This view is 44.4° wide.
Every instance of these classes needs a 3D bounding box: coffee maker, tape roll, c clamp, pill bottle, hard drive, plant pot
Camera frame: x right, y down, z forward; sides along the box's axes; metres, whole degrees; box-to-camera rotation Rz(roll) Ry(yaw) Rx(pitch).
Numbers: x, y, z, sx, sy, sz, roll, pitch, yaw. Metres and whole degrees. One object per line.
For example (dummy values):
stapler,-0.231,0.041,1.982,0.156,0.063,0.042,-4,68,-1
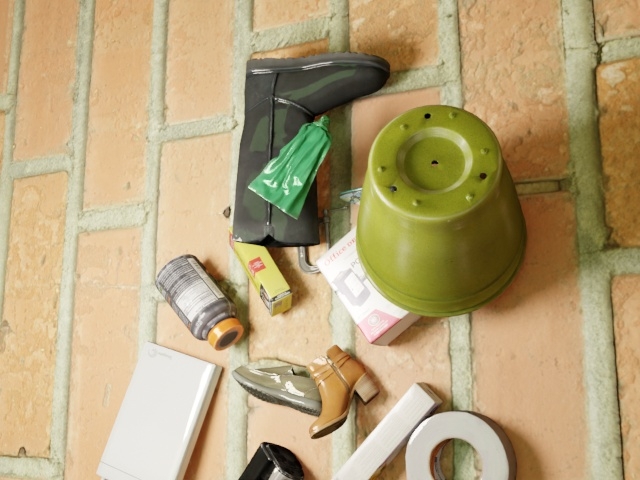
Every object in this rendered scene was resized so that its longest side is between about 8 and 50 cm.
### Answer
coffee maker,-0.141,0.552,1.792,0.171,0.120,0.178,37,97,29
tape roll,0.288,0.462,1.616,0.219,0.072,0.219,-5,78,26
c clamp,0.000,0.000,1.882,0.137,0.022,0.160,-5,78,26
pill bottle,-0.294,0.159,1.942,0.130,0.130,0.245,-48,63,11
hard drive,-0.405,0.451,1.962,0.233,0.047,0.353,13,78,28
plant pot,0.227,-0.077,1.532,0.366,0.353,0.366,-4,67,9

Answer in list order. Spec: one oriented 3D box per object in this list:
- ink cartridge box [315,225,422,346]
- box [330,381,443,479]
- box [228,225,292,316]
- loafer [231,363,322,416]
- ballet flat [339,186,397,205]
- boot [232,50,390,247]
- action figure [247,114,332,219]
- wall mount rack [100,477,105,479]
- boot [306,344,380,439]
ink cartridge box,0.126,0.090,1.755,0.172,0.100,0.237,-41,65,14
box,0.135,0.447,1.702,0.067,0.063,0.324,42,100,26
box,-0.147,0.066,1.903,0.058,0.087,0.232,-24,66,-18
loafer,-0.089,0.337,1.836,0.251,0.094,0.087,16,63,20
ballet flat,0.134,-0.107,1.814,0.188,0.070,0.070,-18,73,27
boot,-0.023,-0.203,1.839,0.367,0.146,0.445,-1,77,19
action figure,-0.043,-0.179,1.751,0.137,0.063,0.232,34,95,7
wall mount rack,-0.551,0.733,1.974,0.350,0.130,0.304,33,63,27
boot,0.016,0.336,1.747,0.197,0.073,0.152,-33,68,-25
